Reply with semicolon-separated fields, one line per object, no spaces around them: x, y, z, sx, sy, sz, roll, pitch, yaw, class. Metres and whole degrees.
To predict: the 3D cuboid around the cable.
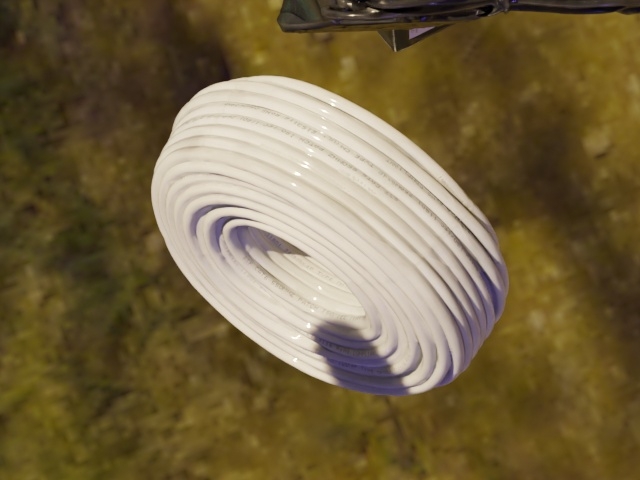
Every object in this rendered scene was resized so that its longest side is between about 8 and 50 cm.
0.000;0.000;1.256;0.257;0.089;0.257;9;146;45;cable

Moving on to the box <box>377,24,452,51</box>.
-0.010;-0.319;1.234;0.322;0.079;0.257;54;167;27;box

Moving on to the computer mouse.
0.076;-0.146;1.008;0.262;0.184;0.060;-148;55;-81;computer mouse
